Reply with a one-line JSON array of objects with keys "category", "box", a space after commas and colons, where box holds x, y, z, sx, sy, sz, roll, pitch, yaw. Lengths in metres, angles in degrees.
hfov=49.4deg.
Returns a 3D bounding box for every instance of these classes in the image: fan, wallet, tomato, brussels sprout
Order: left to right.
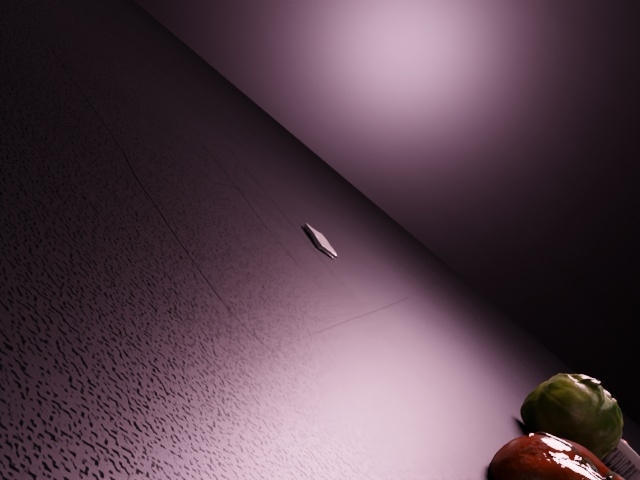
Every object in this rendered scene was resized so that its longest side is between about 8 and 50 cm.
[{"category": "wallet", "box": [0.000, 0.000, 1.179, 0.044, 0.011, 0.083, 35, 12, -34]}, {"category": "brussels sprout", "box": [0.408, 0.300, 1.144, 0.149, 0.122, 0.151, 51, -23, 20]}, {"category": "fan", "box": [0.506, 0.360, 1.305, 0.244, 0.074, 0.130, 47, -3, 2]}, {"category": "tomato", "box": [0.301, 0.302, 0.762, 0.237, 0.095, 0.236, 40, 10, -8]}]
